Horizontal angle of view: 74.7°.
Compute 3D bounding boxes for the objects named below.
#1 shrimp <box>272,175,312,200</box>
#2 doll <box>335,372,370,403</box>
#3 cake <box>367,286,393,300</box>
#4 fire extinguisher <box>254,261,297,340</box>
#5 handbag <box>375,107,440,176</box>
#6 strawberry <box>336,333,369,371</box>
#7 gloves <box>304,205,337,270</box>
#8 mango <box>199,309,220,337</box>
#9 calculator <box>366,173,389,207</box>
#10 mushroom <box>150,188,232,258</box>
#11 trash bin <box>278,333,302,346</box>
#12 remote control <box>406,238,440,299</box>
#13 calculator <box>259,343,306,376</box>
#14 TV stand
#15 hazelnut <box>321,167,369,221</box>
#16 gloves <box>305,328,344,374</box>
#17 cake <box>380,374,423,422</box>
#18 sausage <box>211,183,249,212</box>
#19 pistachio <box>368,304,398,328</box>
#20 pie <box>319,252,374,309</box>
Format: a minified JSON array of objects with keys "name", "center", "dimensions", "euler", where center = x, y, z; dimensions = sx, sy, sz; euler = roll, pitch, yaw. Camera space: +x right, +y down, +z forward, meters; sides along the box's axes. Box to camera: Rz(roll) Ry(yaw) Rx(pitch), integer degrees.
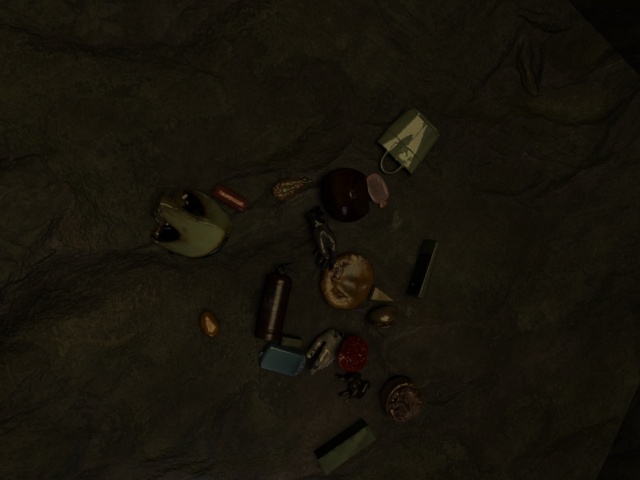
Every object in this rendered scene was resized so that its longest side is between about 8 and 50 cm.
[{"name":"shrimp","center":[-0.120,-0.232,1.805],"dimensions":[0.184,0.043,0.091],"euler":[-26,107,-9]},{"name":"doll","center":[0.157,0.663,1.918],"dimensions":[0.165,0.057,0.139],"euler":[-9,93,-26]},{"name":"cake","center":[0.287,0.255,1.945],"dimensions":[0.121,0.052,0.065],"euler":[12,86,-17]},{"name":"fire extinguisher","center":[-0.181,0.246,1.755],"dimensions":[0.136,0.114,0.337],"euler":[10,88,23]},{"name":"handbag","center":[0.387,-0.438,1.953],"dimensions":[0.241,0.109,0.315],"euler":[40,93,-14]},{"name":"strawberry","center":[0.145,0.486,1.825],"dimensions":[0.098,0.228,0.174],"euler":[6,70,23]},{"name":"gloves","center":[0.008,-0.007,1.808],"dimensions":[0.119,0.142,0.285],"euler":[-10,96,9]},{"name":"mango","center":[-0.453,0.339,1.708],"dimensions":[0.079,0.057,0.114],"euler":[-17,94,-9]},{"name":"calculator","center":[0.263,-0.229,1.933],"dimensions":[0.103,0.024,0.165],"euler":[-28,99,-15]},{"name":"mushroom","center":[-0.521,-0.066,1.643],"dimensions":[0.292,0.212,0.217],"euler":[19,130,-29]},{"name":"trash bin","center":[-0.130,0.434,1.812],"dimensions":[0.092,0.061,0.043],"euler":[14,88,-19]},{"name":"remote control","center":[0.480,0.131,1.967],"dimensions":[0.038,0.123,0.285],"euler":[19,88,-20]},{"name":"calculator","center":[-0.164,0.513,1.802],"dimensions":[0.210,0.039,0.121],"euler":[21,103,-17]},{"name":"TV stand","center":[0.111,0.928,1.899],"dimensions":[0.270,0.083,0.088],"euler":[-28,98,-14]},{"name":"hazelnut","center":[0.104,-0.193,1.791],"dimensions":[0.218,0.218,0.233],"euler":[-5,94,-18]},{"name":"gloves","center":[0.022,0.493,1.834],"dimensions":[0.127,0.111,0.212],"euler":[54,51,-36]},{"name":"cake","center":[0.391,0.740,1.934],"dimensions":[0.185,0.178,0.207],"euler":[35,79,-15]},{"name":"sausage","center":[-0.368,-0.173,1.712],"dimensions":[0.154,0.062,0.062],"euler":[30,83,-16]},{"name":"pistachio","center":[0.290,0.349,1.926],"dimensions":[0.149,0.113,0.113],"euler":[-2,93,-13]},{"name":"pie","center":[0.122,0.180,1.880],"dimensions":[0.274,0.069,0.273],"euler":[0,91,-19]}]
